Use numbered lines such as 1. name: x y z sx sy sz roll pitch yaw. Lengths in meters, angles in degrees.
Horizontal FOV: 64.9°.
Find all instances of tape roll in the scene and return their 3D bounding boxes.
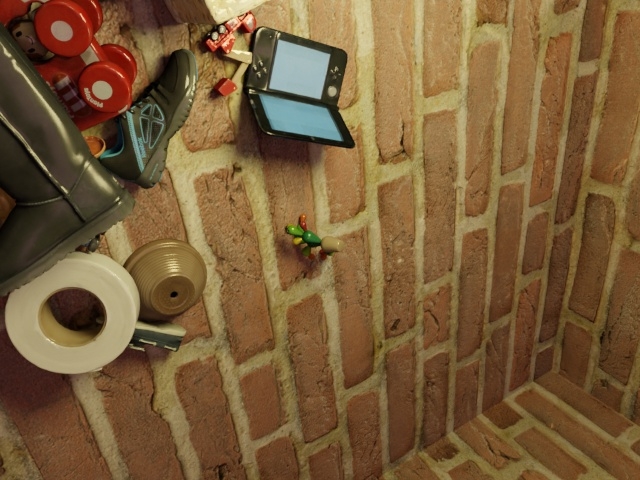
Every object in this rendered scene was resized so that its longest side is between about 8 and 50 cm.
1. tape roll: -0.586 0.172 1.211 0.285 0.100 0.287 -3 102 -14

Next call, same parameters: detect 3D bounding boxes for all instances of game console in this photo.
1. game console: -0.034 -0.397 1.321 0.292 0.173 0.250 2 111 -34

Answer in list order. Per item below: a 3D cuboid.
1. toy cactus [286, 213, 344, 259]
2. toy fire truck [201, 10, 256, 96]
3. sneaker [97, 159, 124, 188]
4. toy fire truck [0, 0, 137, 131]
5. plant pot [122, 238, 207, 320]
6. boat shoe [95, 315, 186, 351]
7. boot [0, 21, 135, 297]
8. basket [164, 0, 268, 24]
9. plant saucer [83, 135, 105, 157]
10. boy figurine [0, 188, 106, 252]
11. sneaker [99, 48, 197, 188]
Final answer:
1. toy cactus: 0.000 0.000 1.532 0.219 0.180 0.112 45 64 -43
2. toy fire truck: -0.216 -0.468 1.244 0.192 0.047 0.135 -46 125 -6
3. sneaker: -0.560 -0.150 1.142 0.235 0.094 0.090 16 100 -38
4. toy fire truck: -0.540 -0.360 1.029 0.253 0.169 0.302 -24 128 4
5. plant pot: -0.410 0.122 1.356 0.237 0.109 0.238 -13 117 -28
6. boat shoe: -0.493 0.258 1.378 0.254 0.095 0.079 20 88 -47
7. boot: -0.636 -0.149 0.950 0.367 0.146 0.445 -37 122 -12
8. basket: -0.201 -0.660 1.035 0.331 0.266 0.329 -33 126 -14
9. plant saucer: -0.525 -0.204 1.126 0.083 0.083 0.013 -24 143 -22
10. boy figurine: -0.638 -0.055 1.136 0.285 0.092 0.177 20 113 -35
11. sneaker: -0.392 -0.293 1.165 0.139 0.125 0.341 21 95 -32
